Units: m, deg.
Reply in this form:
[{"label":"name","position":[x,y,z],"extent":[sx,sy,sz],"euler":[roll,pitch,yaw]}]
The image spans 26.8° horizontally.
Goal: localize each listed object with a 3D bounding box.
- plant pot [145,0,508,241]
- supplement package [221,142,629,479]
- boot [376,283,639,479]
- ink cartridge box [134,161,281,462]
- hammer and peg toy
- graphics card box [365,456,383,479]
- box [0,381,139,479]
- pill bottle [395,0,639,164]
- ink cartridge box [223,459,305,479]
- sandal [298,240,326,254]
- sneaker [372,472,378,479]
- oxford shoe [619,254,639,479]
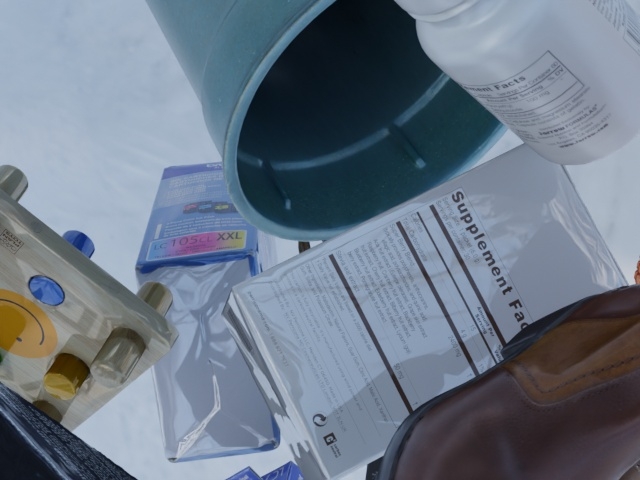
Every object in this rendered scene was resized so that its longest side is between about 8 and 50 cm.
[{"label":"plant pot","position":[-0.014,-0.234,1.276],"extent":[0.341,0.334,0.341],"euler":[-24,145,-18]},{"label":"supplement package","position":[0.086,0.062,1.145],"extent":[0.292,0.177,0.175],"euler":[-26,84,-11]},{"label":"boot","position":[0.181,0.079,0.649],"extent":[0.264,0.280,0.096],"euler":[-30,93,-45]},{"label":"ink cartridge box","position":[-0.130,0.063,1.738],"extent":[0.151,0.395,0.270],"euler":[-6,113,0]},{"label":"hammer and peg toy","position":[-0.337,0.039,1.324],"extent":[0.361,0.266,0.127],"euler":[40,44,-13]},{"label":"graphics card box","position":[0.156,0.350,1.588],"extent":[0.094,0.232,0.371],"euler":[5,92,-48]},{"label":"box","position":[-0.097,0.149,0.423],"extent":[0.108,0.207,0.153],"euler":[40,79,22]},{"label":"pill bottle","position":[0.146,-0.164,0.993],"extent":[0.229,0.131,0.131],"euler":[35,89,-37]},{"label":"ink cartridge box","position":[-0.029,0.353,1.481],"extent":[0.185,0.065,0.311],"euler":[-33,119,31]},{"label":"sandal","position":[0.000,0.000,1.763],"extent":[0.060,0.219,0.090],"euler":[21,57,4]},{"label":"sneaker","position":[0.052,0.207,0.909],"extent":[0.271,0.100,0.108],"euler":[-19,72,-2]},{"label":"oxford shoe","position":[0.277,0.063,0.925],"extent":[0.132,0.130,0.364],"euler":[23,113,20]}]
